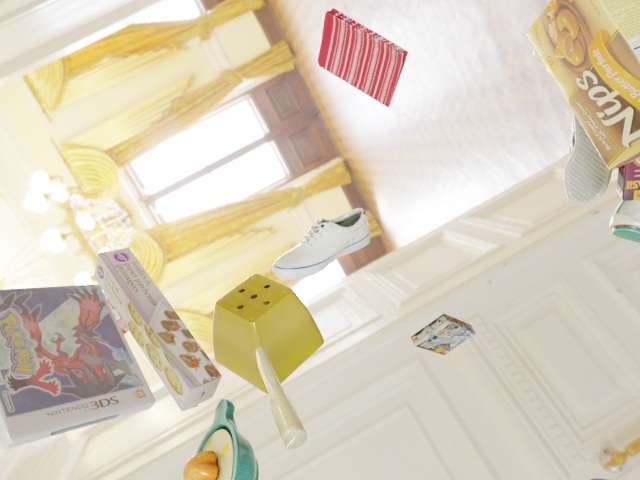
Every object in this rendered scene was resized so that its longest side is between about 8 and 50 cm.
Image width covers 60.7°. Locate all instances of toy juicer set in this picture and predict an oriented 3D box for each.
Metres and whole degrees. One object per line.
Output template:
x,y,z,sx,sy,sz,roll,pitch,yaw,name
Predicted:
-0.114,0.302,0.671,0.089,0.329,0.209,24,170,-27,toy juicer set

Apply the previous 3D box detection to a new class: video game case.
-0.324,0.140,0.678,0.183,0.023,0.201,1,-134,-54,video game case

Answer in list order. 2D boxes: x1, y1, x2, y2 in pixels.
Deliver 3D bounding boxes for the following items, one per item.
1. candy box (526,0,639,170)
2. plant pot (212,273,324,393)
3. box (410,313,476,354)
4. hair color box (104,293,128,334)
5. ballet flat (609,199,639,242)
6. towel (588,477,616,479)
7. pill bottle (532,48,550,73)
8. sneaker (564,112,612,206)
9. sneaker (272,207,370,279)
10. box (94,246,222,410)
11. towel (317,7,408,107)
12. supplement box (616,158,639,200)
0.511,-0.303,0.958,0.316,0.088,0.183,63,169,10,candy box
-0.147,0.210,1.364,0.212,0.212,0.187,20,134,38,plant pot
0.272,0.209,1.203,0.137,0.094,0.027,26,-150,-47,box
-0.464,0.177,1.150,0.093,0.167,0.053,42,170,35,hair color box
1.012,-0.022,1.552,0.400,0.139,0.139,21,-178,-10,ballet flat
0.314,0.264,0.361,0.034,0.285,0.209,-50,-41,-67,towel
0.666,-0.443,1.386,0.229,0.131,0.131,52,173,13,pill bottle
0.780,-0.260,1.573,0.127,0.126,0.321,-13,-72,-59,sneaker
0.000,0.000,1.182,0.094,0.258,0.091,21,129,45,sneaker
-0.286,0.142,0.936,0.324,0.063,0.067,47,129,26,box
0.113,-0.531,1.599,0.275,0.031,0.199,35,145,15,towel
0.826,-0.202,1.394,0.081,0.104,0.188,-58,-38,-58,supplement box
